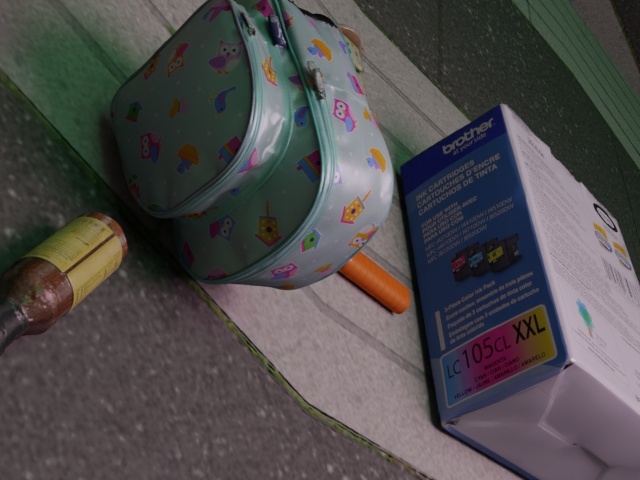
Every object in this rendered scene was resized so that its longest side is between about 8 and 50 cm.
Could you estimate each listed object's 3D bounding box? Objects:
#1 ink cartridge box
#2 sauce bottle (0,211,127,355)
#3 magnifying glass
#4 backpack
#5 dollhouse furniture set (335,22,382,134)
[{"bbox_3d":[0.230,0.044,0.989,0.270,0.151,0.395,36,37,-37],"label":"ink cartridge box"},{"bbox_3d":[-0.154,0.024,0.513,0.042,0.042,0.128,54,29,-8],"label":"sauce bottle"},{"bbox_3d":[0.000,0.000,0.804,0.231,0.026,0.092,35,36,-33],"label":"magnifying glass"},{"bbox_3d":[-0.046,-0.061,0.635,0.144,0.166,0.188,4,57,-55],"label":"backpack"},{"bbox_3d":[-0.038,-0.176,0.826,0.161,0.101,0.182,29,40,-43],"label":"dollhouse furniture set"}]
